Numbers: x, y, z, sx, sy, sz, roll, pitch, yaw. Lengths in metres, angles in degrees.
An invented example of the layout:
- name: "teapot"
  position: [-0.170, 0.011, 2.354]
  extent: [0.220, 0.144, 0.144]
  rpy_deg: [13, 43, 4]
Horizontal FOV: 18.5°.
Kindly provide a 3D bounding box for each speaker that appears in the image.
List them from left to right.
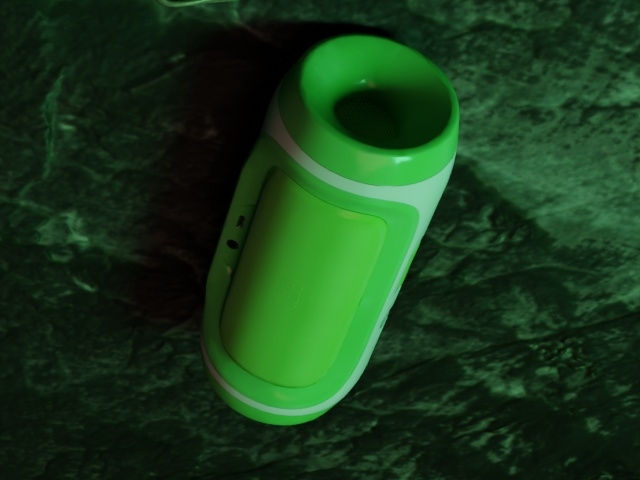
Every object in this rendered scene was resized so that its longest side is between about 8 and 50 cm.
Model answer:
- name: "speaker"
  position: [0.000, 0.000, 1.339]
  extent: [0.131, 0.131, 0.296]
  rpy_deg: [4, 140, -15]

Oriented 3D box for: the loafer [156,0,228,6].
- name: "loafer"
  position: [0.022, -0.173, 1.161]
  extent: [0.267, 0.084, 0.096]
  rpy_deg: [-4, 141, -5]
